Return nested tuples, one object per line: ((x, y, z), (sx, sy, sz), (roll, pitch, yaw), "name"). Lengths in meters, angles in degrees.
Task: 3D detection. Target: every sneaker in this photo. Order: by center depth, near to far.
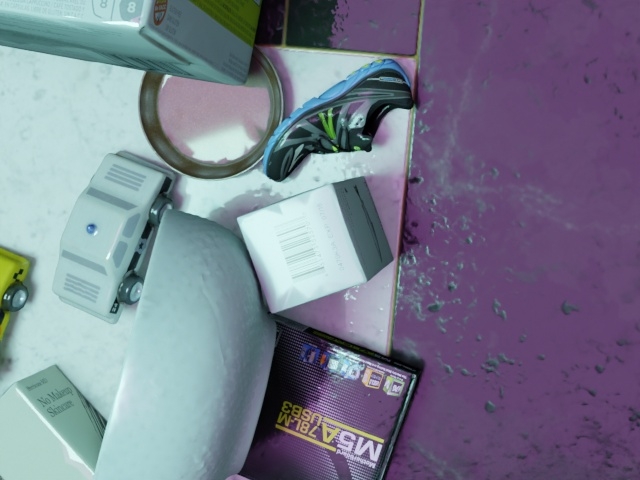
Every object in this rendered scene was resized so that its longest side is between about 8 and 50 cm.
((0.017, -0.119, 1.243), (0.188, 0.067, 0.078), (-34, 82, 10), "sneaker")

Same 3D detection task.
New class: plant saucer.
((-0.120, -0.151, 1.290), (0.168, 0.029, 0.169), (1, 95, 11), "plant saucer")

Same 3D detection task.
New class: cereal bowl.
((-0.132, 0.144, 1.177), (0.141, 0.339, 0.339), (15, 99, -5), "cereal bowl")

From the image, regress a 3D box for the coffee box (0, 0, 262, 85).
((-0.239, -0.359, 1.122), (0.337, 0.338, 0.335), (11, 92, 11), "coffee box")

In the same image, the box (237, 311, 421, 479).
((-0.006, 0.197, 1.292), (0.190, 0.045, 0.184), (21, 97, 10), "box")

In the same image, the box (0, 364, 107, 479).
((-0.265, 0.279, 1.324), (0.094, 0.113, 0.275), (-44, 87, 12), "box")

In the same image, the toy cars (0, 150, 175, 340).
((-0.327, 0.042, 1.307), (0.393, 0.087, 0.176), (-30, 73, 13), "toy cars")

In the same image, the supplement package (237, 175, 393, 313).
((0.000, 0.000, 1.201), (0.105, 0.179, 0.105), (-20, 92, 13), "supplement package")
